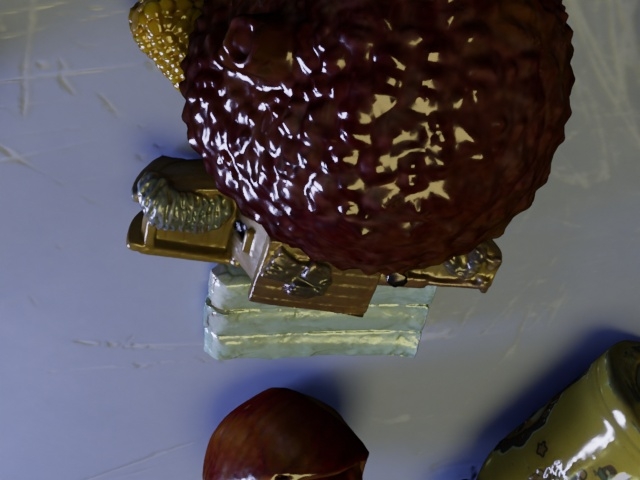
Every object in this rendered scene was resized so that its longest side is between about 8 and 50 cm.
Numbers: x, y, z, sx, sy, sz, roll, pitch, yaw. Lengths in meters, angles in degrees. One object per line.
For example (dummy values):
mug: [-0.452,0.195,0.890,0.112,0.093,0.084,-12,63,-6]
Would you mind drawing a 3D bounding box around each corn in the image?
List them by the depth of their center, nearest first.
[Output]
corn: [-0.069,-0.120,0.765,0.068,0.068,0.207,-28,130,17]

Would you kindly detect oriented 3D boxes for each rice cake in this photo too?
rice cake: [-0.004,0.065,0.963,0.211,0.038,0.124,3,131,-9]

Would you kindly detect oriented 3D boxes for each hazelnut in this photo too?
hazelnut: [-0.034,0.245,1.044,0.170,0.160,0.201,-8,127,-2]

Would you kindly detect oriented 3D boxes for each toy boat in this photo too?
toy boat: [0.000,0.000,0.851,0.321,0.121,0.089,9,125,-15]

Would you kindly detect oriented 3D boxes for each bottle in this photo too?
bottle: [0.254,0.273,1.101,0.172,0.171,0.351,25,125,-27]

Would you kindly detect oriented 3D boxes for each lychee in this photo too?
lychee: [0.039,-0.103,0.642,0.261,0.260,0.260,-4,133,-4]
